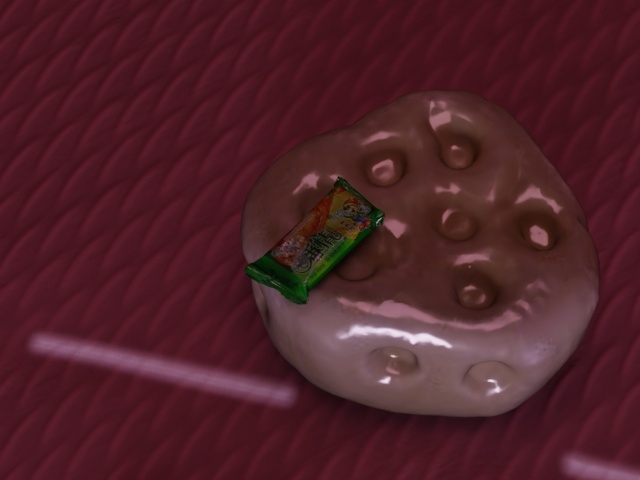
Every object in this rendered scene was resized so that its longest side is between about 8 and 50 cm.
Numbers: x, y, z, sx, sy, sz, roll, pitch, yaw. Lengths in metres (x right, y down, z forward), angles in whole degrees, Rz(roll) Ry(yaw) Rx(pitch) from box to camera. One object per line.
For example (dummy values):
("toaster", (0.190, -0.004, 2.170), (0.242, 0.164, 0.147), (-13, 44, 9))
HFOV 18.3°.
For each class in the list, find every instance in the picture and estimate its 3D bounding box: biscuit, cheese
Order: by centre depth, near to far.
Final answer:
("biscuit", (0.000, 0.000, 1.206), (0.046, 0.016, 0.089), (33, 63, 28))
("cheese", (0.067, 0.008, 1.277), (0.235, 0.117, 0.218), (24, 60, 15))
